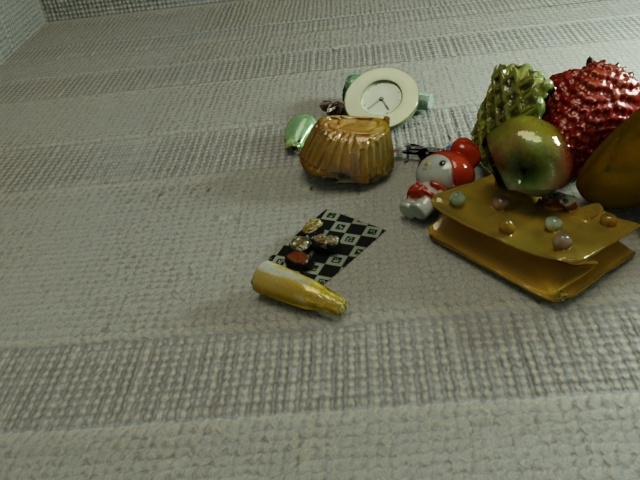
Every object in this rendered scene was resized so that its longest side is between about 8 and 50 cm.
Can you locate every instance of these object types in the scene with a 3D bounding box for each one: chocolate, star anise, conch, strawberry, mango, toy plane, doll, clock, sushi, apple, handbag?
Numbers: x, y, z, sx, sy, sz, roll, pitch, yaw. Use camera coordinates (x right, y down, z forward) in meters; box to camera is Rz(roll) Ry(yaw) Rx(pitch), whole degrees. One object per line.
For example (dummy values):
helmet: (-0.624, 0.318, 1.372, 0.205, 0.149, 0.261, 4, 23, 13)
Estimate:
chocolate: (-0.042, 0.112, 1.454, 0.219, 0.086, 0.085, 21, 44, 29)
star anise: (0.051, -0.425, 2.201, 0.124, 0.056, 0.129, 7, 25, -23)
conch: (-0.071, -0.326, 2.073, 0.105, 0.079, 0.170, -5, 39, 31)
strawberry: (0.642, -0.287, 1.755, 0.351, 0.267, 0.312, -49, 16, -6)
mango: (0.789, -0.215, 1.517, 0.445, 0.232, 0.300, -36, -13, 30)
toy plane: (0.295, -0.240, 1.900, 0.197, 0.053, 0.078, 8, 30, 20)
chocolate: (0.221, -0.469, 2.193, 0.291, 0.110, 0.110, 14, 41, 24)
doll: (0.313, -0.164, 1.711, 0.290, 0.130, 0.161, -47, 25, -23)
clock: (0.191, -0.439, 2.121, 0.235, 0.029, 0.235, -5, 66, 12)
sushi: (0.000, 0.000, 1.622, 0.192, 0.043, 0.279, 21, 44, 34)
apple: (0.468, -0.193, 1.532, 0.207, 0.174, 0.188, 28, 35, 14)
handbag: (0.464, -0.037, 1.520, 0.283, 0.133, 0.401, -22, 35, -32)

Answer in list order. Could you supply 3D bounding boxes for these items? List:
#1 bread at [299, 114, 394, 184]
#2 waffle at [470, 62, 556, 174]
bread: (0.074, -0.259, 1.885, 0.274, 0.149, 0.274, -1, 31, 1)
waffle: (0.479, -0.313, 1.760, 0.073, 0.297, 0.317, 12, 21, -20)
